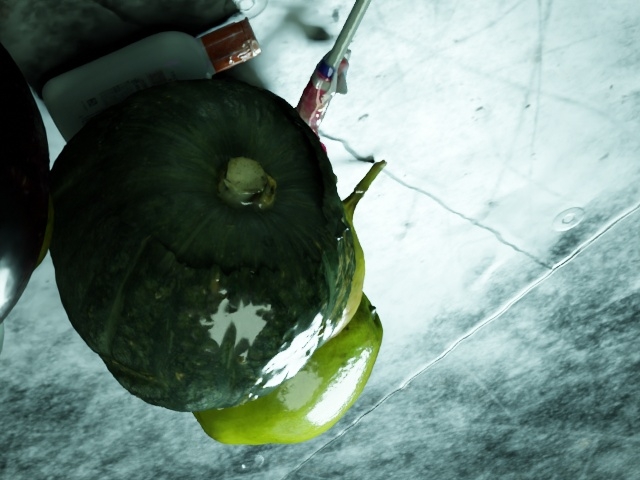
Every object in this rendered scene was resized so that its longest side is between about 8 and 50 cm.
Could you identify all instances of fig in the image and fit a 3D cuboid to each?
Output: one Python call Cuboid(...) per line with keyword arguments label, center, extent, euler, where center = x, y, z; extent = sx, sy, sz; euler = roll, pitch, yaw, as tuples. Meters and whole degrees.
Cuboid(label="fig", center=(0.000, 0.000, 1.913), extent=(0.257, 0.159, 0.159), euler=(-52, 153, -23))

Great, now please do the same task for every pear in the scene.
Cuboid(label="pear", center=(-0.048, 0.144, 2.041), extent=(0.269, 0.212, 0.212), euler=(-32, 145, 11))

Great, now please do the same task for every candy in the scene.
Cuboid(label="candy", center=(0.000, -0.168, 1.752), extent=(0.124, 0.124, 0.365), euler=(5, 125, -35))

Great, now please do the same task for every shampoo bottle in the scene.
Cuboid(label="shampoo bottle", center=(-0.167, -0.165, 1.686), extent=(0.221, 0.051, 0.108), euler=(-24, 147, 0))

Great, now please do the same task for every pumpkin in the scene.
Cuboid(label="pumpkin", center=(-0.110, 0.001, 1.608), extent=(0.291, 0.328, 0.257), euler=(-16, 154, -30))

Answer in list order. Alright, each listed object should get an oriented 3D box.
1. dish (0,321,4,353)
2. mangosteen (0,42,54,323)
Cuboid(label="dish", center=(-0.475, 0.173, 1.806), extent=(0.324, 0.124, 0.324), euler=(-28, 166, -8))
Cuboid(label="mangosteen", center=(-0.412, -0.046, 1.471), extent=(0.382, 0.382, 0.435), euler=(-25, 179, 2))
